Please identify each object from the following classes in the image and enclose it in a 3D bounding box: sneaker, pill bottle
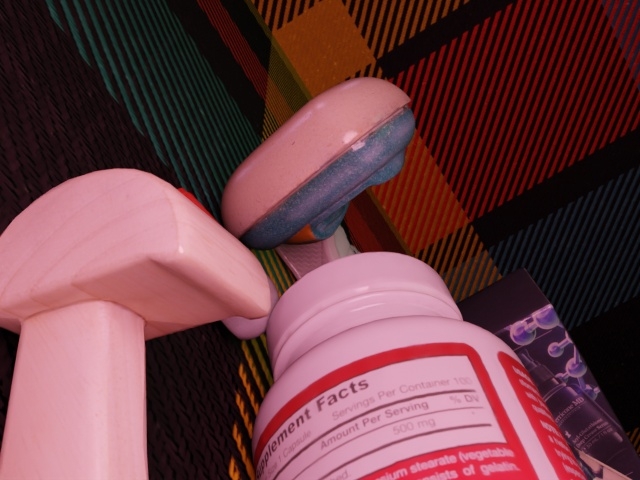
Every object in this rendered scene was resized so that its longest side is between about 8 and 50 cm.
[{"bbox_3d":[0.000,0.001,1.021,0.151,0.094,0.256,-35,105,-73],"label":"sneaker"},{"bbox_3d":[0.076,0.204,0.492,0.229,0.229,0.408,50,15,-40],"label":"pill bottle"}]

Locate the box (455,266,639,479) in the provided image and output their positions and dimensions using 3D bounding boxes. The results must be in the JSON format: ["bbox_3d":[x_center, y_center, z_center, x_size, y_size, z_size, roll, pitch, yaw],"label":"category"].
[{"bbox_3d":[0.330,0.300,1.201,0.396,0.293,0.212,58,11,-9],"label":"box"}]

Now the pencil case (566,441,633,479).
[{"bbox_3d":[0.230,0.273,0.756,0.410,0.184,0.160,32,-22,2],"label":"pencil case"}]

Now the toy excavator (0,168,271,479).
[{"bbox_3d":[-0.019,0.190,0.207,0.222,0.444,0.433,46,59,-54],"label":"toy excavator"}]

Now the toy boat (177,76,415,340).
[{"bbox_3d":[-0.033,-0.031,0.728,0.148,0.267,0.318,52,42,-3],"label":"toy boat"}]
